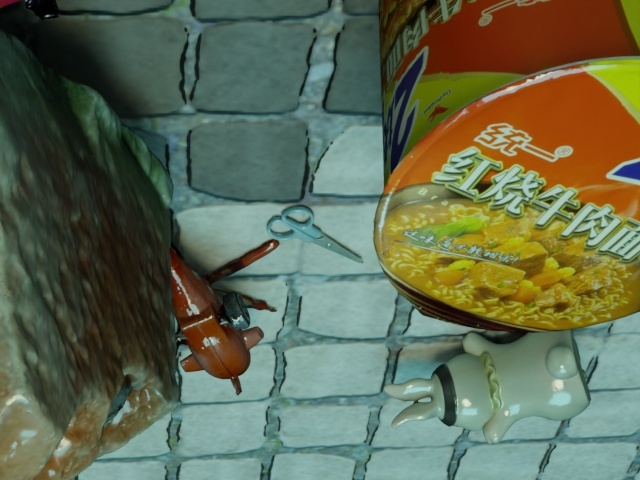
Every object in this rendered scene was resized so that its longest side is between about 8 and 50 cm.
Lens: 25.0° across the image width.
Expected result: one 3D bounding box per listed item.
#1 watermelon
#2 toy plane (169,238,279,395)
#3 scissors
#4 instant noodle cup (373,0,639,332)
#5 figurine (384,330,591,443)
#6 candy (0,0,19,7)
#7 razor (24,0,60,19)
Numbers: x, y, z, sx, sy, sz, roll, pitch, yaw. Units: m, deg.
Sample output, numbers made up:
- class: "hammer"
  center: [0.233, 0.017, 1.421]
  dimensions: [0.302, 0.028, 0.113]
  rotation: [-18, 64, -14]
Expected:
- class: "watermelon"
  center: [-0.163, -0.002, 0.727]
  dimensions: [0.151, 0.302, 0.264]
  rotation: [-28, 165, 4]
- class: "toy plane"
  center: [-0.083, 0.024, 0.952]
  dimensions: [0.126, 0.077, 0.194]
  rotation: [-10, 134, -11]
- class: "scissors"
  center: [0.000, 0.000, 0.982]
  dimensions: [0.036, 0.006, 0.083]
  rotation: [-34, 134, 30]
- class: "instant noodle cup"
  center: [0.120, -0.078, 0.764]
  dimensions: [0.213, 0.174, 0.213]
  rotation: [-5, 142, -4]
- class: "figurine"
  center: [0.132, 0.122, 1.102]
  dimensions: [0.146, 0.081, 0.098]
  rotation: [-18, 142, 13]
- class: "candy"
  center: [-0.042, -0.176, 0.680]
  dimensions: [0.365, 0.124, 0.124]
  rotation: [-8, 144, -14]
- class: "razor"
  center: [-0.210, -0.146, 0.743]
  dimensions: [0.154, 0.044, 0.028]
  rotation: [10, 110, -18]
